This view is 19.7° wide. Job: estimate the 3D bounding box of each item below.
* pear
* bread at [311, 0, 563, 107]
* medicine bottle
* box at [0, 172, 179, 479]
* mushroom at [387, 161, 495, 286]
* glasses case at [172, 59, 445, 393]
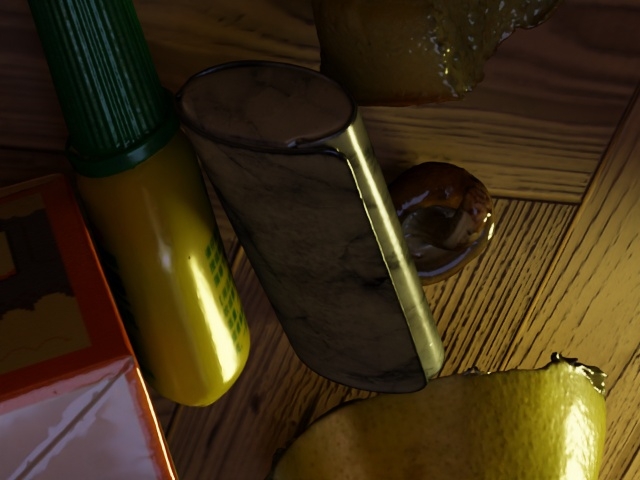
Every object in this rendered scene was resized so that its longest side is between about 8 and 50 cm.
[{"bbox_3d":[0.105,0.213,1.331,0.267,0.178,0.267,-13,153,-7],"label":"pear"},{"bbox_3d":[0.057,-0.140,1.076,0.156,0.125,0.086,-46,135,-36],"label":"bread"},{"bbox_3d":[-0.108,-0.039,1.101,0.076,0.111,0.309,-17,124,-4],"label":"medicine bottle"},{"bbox_3d":[-0.235,0.195,1.087,0.318,0.257,0.349,-20,120,-9],"label":"box"},{"bbox_3d":[0.082,-0.018,1.216,0.088,0.073,0.129,16,155,-18],"label":"mushroom"},{"bbox_3d":[0.000,0.000,1.150,0.114,0.060,0.299,11,152,22],"label":"glasses case"}]
